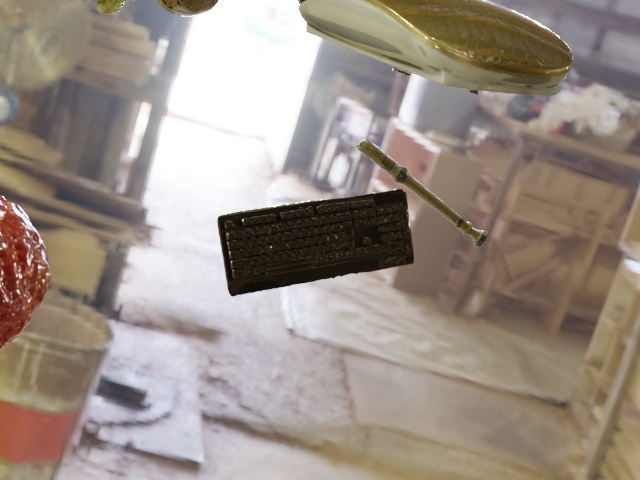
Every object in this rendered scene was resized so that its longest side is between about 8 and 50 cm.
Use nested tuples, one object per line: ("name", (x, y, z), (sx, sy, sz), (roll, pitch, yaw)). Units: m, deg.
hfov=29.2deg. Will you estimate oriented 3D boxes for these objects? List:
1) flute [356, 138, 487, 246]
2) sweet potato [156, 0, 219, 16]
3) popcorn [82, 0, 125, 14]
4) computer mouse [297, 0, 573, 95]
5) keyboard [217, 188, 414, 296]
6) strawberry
("flute", (0.141, -0.066, 1.698), (0.233, 0.027, 0.027), (37, 6, -20))
("sweet potato", (-0.120, -0.244, 1.125), (0.075, 0.075, 0.269), (15, 2, -8))
("popcorn", (-0.228, -0.318, 1.353), (0.121, 0.106, 0.116), (-25, 69, -27))
("computer mouse", (0.060, -0.122, 0.701), (0.102, 0.045, 0.199), (1, 18, -26))
("keyboard", (0.001, 0.000, 1.110), (0.196, 0.074, 0.015), (-9, -3, -28))
("strawberry", (-0.475, 0.047, 1.517), (0.257, 0.257, 0.277), (17, -2, 1))
